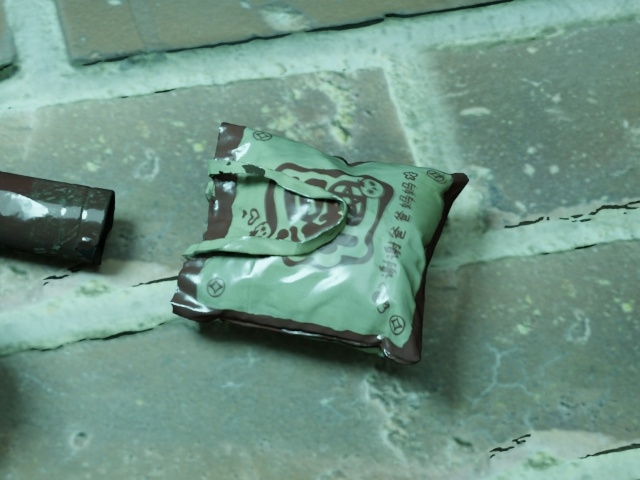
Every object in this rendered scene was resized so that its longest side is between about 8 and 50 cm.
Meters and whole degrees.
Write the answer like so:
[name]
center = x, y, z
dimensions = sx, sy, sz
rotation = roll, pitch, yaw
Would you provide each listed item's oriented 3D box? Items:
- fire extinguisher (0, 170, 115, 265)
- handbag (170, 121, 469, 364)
[fire extinguisher]
center = -0.325, -0.024, 1.788
dimensions = 0.267, 0.072, 0.089
rotation = 10, 99, 0
[handbag]
center = 0.000, 0.000, 1.767
dimensions = 0.235, 0.127, 0.213
rotation = 13, 60, 5
